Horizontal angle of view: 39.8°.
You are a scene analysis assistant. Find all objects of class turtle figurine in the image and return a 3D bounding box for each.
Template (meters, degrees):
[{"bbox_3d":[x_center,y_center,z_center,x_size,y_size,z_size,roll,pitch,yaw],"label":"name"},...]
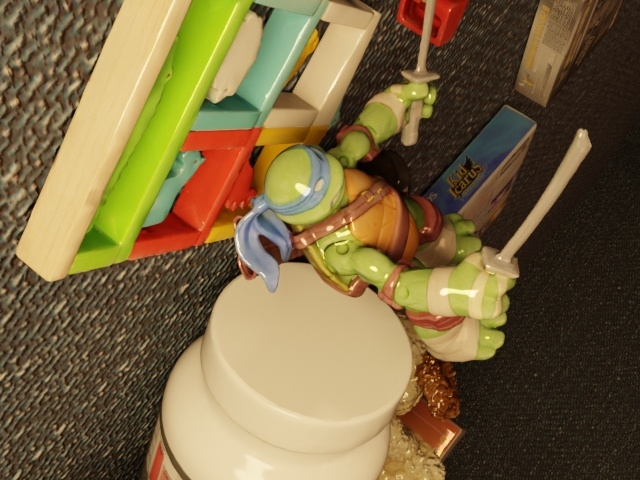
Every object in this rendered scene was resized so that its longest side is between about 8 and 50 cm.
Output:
[{"bbox_3d":[0.096,-0.024,0.644,0.274,0.198,0.266,-49,147,-2],"label":"turtle figurine"}]

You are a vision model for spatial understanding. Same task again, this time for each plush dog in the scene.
[{"bbox_3d":[0.052,0.188,1.113,0.211,0.262,0.225,15,109,-50],"label":"plush dog"}]

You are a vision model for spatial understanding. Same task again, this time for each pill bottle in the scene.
[{"bbox_3d":[-0.057,0.204,0.832,0.210,0.210,0.363,-37,156,-44],"label":"pill bottle"}]

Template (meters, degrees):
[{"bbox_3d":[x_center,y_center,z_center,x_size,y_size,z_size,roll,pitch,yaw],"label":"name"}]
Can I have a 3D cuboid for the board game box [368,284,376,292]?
[{"bbox_3d":[-0.002,0.085,1.028,0.170,0.048,0.141,-48,165,-19],"label":"board game box"}]

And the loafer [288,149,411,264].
[{"bbox_3d":[0.000,0.000,0.843,0.078,0.080,0.220,8,125,-34],"label":"loafer"}]

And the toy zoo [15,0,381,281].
[{"bbox_3d":[-0.053,-0.081,0.581,0.192,0.030,0.293,-60,162,19],"label":"toy zoo"}]

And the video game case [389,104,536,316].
[{"bbox_3d":[0.198,-0.034,1.305,0.269,0.061,0.244,-46,161,-22],"label":"video game case"}]

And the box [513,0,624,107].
[{"bbox_3d":[0.345,-0.309,1.160,0.183,0.056,0.231,-47,162,-17],"label":"box"}]

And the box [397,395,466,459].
[{"bbox_3d":[0.083,0.425,1.652,0.345,0.215,0.168,-53,163,-3],"label":"box"}]

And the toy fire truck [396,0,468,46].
[{"bbox_3d":[0.138,-0.262,0.704,0.135,0.047,0.192,-37,157,-40],"label":"toy fire truck"}]
